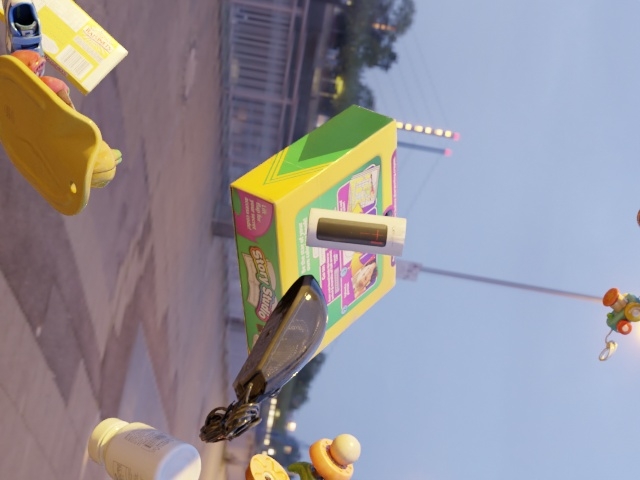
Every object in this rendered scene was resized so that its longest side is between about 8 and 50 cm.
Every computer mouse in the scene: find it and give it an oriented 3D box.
[{"bbox_3d":[-0.060,0.172,1.282,0.272,0.072,0.188,-60,-171,-25],"label":"computer mouse"}]

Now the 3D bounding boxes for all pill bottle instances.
[{"bbox_3d":[-0.370,0.451,1.909,0.131,0.229,0.131,-20,116,-48],"label":"pill bottle"}]

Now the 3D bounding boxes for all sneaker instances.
[{"bbox_3d":[-0.442,-0.304,1.377,0.059,0.053,0.144,41,-37,49],"label":"sneaker"}]

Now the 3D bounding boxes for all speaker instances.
[{"bbox_3d":[0.050,-0.011,1.273,0.055,0.136,0.055,7,90,-88],"label":"speaker"}]

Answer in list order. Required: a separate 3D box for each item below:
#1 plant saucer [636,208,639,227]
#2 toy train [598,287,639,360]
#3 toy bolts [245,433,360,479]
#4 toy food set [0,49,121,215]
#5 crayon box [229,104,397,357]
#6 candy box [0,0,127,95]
[{"bbox_3d":[0.569,-0.046,1.540,0.013,0.083,0.083,-99,-164,-51],"label":"plant saucer"},{"bbox_3d":[0.394,0.079,1.141,0.125,0.046,0.166,-52,-178,-39],"label":"toy train"},{"bbox_3d":[-0.005,0.466,1.745,0.158,0.218,0.228,-46,-137,20],"label":"toy bolts"},{"bbox_3d":[-0.257,-0.119,0.888,0.071,0.218,0.128,-25,144,-37],"label":"toy food set"},{"bbox_3d":[0.000,0.000,1.566,0.313,0.106,0.363,-36,138,-37],"label":"crayon box"},{"bbox_3d":[-0.419,-0.337,1.472,0.027,0.206,0.105,-27,-156,56],"label":"candy box"}]
